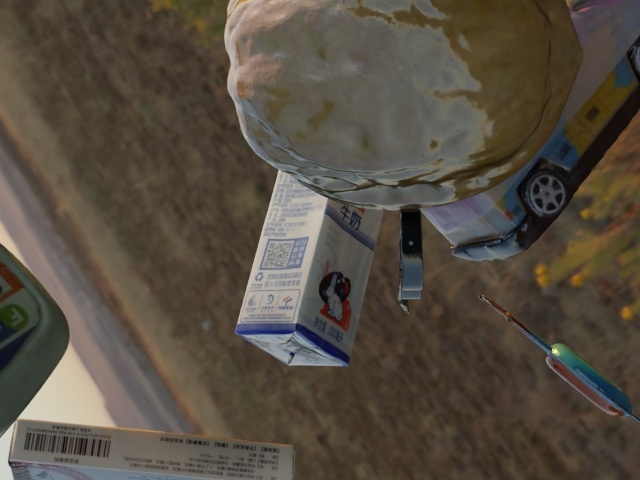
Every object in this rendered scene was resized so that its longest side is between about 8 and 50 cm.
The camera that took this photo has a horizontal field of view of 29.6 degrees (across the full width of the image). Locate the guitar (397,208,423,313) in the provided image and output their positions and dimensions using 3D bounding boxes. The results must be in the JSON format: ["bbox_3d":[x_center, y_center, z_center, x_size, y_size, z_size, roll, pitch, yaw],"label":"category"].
[{"bbox_3d":[0.099,0.040,1.355,0.233,0.025,0.088,81,-172,-70],"label":"guitar"}]

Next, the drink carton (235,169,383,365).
[{"bbox_3d":[0.000,0.000,1.604,0.106,0.315,0.130,-2,153,36],"label":"drink carton"}]

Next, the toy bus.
[{"bbox_3d":[0.260,-0.168,1.442,0.162,0.386,0.171,45,162,-14],"label":"toy bus"}]

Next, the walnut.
[{"bbox_3d":[0.084,-0.181,1.201,0.306,0.344,0.306,3,-90,-77],"label":"walnut"}]

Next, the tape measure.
[{"bbox_3d":[-0.353,0.080,1.007,0.246,0.243,0.125,48,127,2],"label":"tape measure"}]

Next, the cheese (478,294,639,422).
[{"bbox_3d":[0.302,0.148,1.538,0.256,0.037,0.106,38,-176,8],"label":"cheese"}]

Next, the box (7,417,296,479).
[{"bbox_3d":[-0.220,0.314,1.590,0.214,0.353,0.069,105,171,-60],"label":"box"}]
